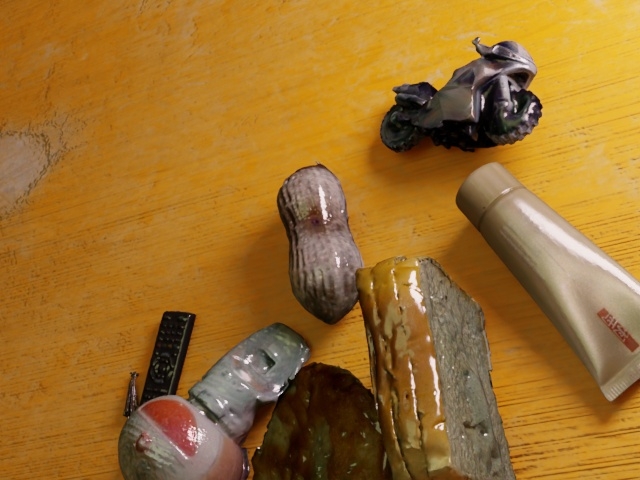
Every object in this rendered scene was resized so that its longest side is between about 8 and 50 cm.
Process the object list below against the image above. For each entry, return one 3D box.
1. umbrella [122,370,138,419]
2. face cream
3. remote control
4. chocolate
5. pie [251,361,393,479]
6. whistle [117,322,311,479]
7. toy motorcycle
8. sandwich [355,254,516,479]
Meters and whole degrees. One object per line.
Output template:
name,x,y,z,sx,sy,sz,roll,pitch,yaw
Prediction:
umbrella,-0.290,0.240,1.922,0.031,0.020,0.083,131,143,-59
face cream,0.305,0.037,1.587,0.137,0.084,0.341,-40,60,1
remote control,-0.241,0.222,1.892,0.063,0.025,0.245,3,72,35
chocolate,0.000,0.000,1.780,0.110,0.110,0.248,-27,60,21
pie,0.017,0.323,1.568,0.288,0.103,0.355,56,134,41
whistle,-0.156,0.248,1.745,0.348,0.189,0.189,-49,51,-8
toy motorcycle,0.198,-0.198,1.739,0.270,0.106,0.159,2,67,45
sandwich,0.143,0.176,1.504,0.099,0.271,0.301,-17,62,17
